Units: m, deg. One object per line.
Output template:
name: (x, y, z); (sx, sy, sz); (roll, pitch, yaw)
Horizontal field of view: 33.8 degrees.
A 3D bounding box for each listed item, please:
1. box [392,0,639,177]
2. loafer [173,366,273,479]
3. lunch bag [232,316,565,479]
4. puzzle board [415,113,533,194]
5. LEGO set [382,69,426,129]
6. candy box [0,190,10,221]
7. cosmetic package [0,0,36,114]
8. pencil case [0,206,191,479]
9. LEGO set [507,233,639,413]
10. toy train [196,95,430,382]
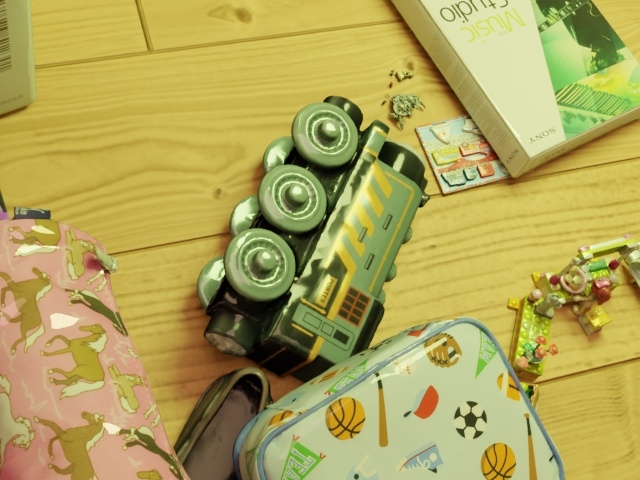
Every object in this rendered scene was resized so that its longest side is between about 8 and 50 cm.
box: (0.256, -0.260, 1.352); (0.232, 0.058, 0.322); (-26, 75, -24)
loafer: (-0.125, 0.257, 1.027); (0.109, 0.095, 0.302); (23, 64, -2)
lunch bag: (0.075, 0.229, 1.012); (0.303, 0.115, 0.243); (-28, 93, -22)
puzzle board: (0.192, -0.114, 1.306); (0.128, 0.011, 0.096); (-15, 71, -19)
LEGO set: (0.102, -0.179, 1.307); (0.054, 0.023, 0.083); (-11, 70, -17)
candy box: (-0.411, -0.058, 1.044); (0.165, 0.196, 0.070); (-21, 36, -19)
cosmetic package: (-0.514, -0.327, 1.063); (0.327, 0.329, 0.394); (-22, 73, -20)
pencil case: (-0.230, 0.154, 0.968); (0.160, 0.167, 0.386); (21, 34, -50)
LEGO set: (0.287, 0.081, 1.190); (0.287, 0.107, 0.132); (-36, 79, -24)
toy train: (0.000, 0.000, 1.154); (0.190, 0.142, 0.334); (32, 62, -11)
